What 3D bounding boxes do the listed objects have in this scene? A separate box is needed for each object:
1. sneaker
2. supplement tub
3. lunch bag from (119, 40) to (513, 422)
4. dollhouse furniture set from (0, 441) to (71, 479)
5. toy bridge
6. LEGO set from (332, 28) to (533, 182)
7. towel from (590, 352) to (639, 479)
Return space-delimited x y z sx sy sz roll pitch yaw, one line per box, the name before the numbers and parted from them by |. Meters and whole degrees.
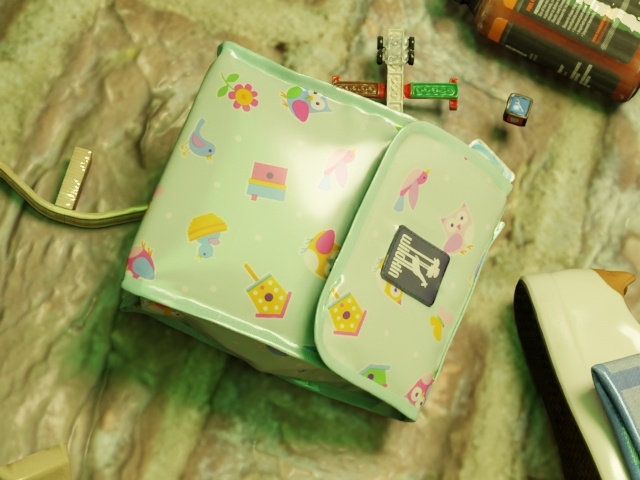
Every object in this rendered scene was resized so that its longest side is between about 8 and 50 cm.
sneaker | 0.251 0.148 1.162 0.123 0.106 0.290 -9 66 -10
supplement tub | 0.212 -0.210 1.320 0.198 0.106 0.106 27 65 4
lunch bag | 0.000 0.000 1.155 0.262 0.160 0.223 23 75 0
dollhouse furniture set | -0.251 0.198 1.121 0.114 0.091 0.081 -19 26 -39
toy bridge | -0.208 -0.047 1.228 0.188 0.026 0.063 15 66 -2
LEGO set | 0.063 -0.073 1.279 0.244 0.060 0.182 -40 77 -10
towel | 0.352 0.164 1.151 0.285 0.034 0.209 -8 69 -35
